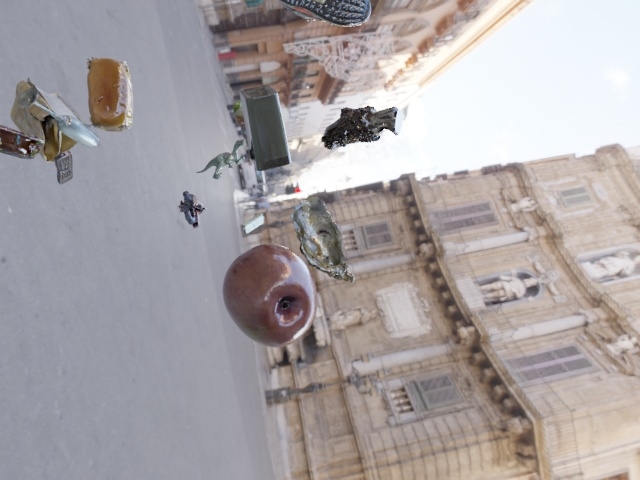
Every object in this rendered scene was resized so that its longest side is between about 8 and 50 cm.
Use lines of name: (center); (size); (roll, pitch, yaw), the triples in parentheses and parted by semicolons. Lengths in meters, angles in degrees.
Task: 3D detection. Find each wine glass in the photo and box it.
wine glass: (-0.781, -0.360, 1.286); (0.262, 0.074, 0.074); (51, 25, -69)

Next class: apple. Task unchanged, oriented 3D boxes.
apple: (-0.146, 0.165, 1.268); (0.235, 0.305, 0.306); (22, -55, 62)

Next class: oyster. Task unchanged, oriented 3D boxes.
oyster: (-0.013, 0.020, 1.693); (0.111, 0.204, 0.397); (-30, -96, 55)

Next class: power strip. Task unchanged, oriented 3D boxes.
power strip: (-0.227, -0.058, 1.428); (0.016, 0.090, 0.040); (35, -35, 28)

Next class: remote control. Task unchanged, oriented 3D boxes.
remote control: (-0.901, -0.255, 1.483); (0.028, 0.059, 0.212); (52, -34, -4)

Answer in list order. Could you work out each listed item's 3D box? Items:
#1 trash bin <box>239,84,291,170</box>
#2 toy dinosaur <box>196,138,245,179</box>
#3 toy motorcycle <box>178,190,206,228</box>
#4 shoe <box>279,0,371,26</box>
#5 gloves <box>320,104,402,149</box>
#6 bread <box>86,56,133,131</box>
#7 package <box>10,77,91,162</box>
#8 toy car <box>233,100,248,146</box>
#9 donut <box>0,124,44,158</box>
trash bin: (-0.191, -0.383, 1.428); (0.164, 0.122, 0.241); (-125, -157, -56)
toy dinosaur: (-0.419, -0.330, 1.756); (0.053, 0.241, 0.168); (24, 69, -55)
toy motorcycle: (-0.539, -0.125, 1.790); (0.118, 0.084, 0.213); (60, 3, -40)
shoe: (0.000, -0.811, 1.464); (0.171, 0.336, 0.133); (-128, -129, -78)
gloves: (0.140, -0.411, 1.513); (0.210, 0.312, 0.135); (-66, 142, -61)
bread: (-0.744, -0.513, 1.493); (0.107, 0.136, 0.242); (-175, -96, -75)
package: (-1.096, -0.490, 1.650); (0.311, 0.221, 0.165); (43, -10, 24)
toy car: (-0.286, -0.511, 1.889); (0.235, 0.145, 0.235); (14, 90, -74)
donut: (-1.068, -0.340, 1.417); (0.235, 0.234, 0.090); (-179, -77, -85)
